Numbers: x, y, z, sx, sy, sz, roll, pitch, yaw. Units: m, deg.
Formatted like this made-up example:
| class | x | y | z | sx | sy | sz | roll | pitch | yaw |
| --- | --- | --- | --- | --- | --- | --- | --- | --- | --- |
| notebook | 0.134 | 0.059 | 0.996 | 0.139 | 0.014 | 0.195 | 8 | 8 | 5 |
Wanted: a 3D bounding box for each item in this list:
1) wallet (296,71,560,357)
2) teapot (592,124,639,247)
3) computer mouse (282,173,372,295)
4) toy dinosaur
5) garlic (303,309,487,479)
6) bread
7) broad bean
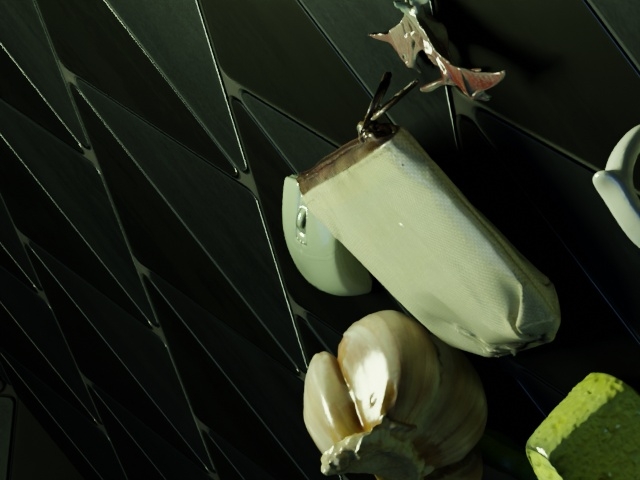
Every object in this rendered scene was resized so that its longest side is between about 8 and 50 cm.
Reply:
| class | x | y | z | sx | sy | sz | roll | pitch | yaw |
| --- | --- | --- | --- | --- | --- | --- | --- | --- | --- |
| wallet | 0.098 | -0.003 | 1.709 | 0.275 | 0.068 | 0.335 | 49 | 164 | -2 |
| teapot | 0.302 | 0.045 | 1.287 | 0.298 | 0.139 | 0.204 | 58 | 154 | 7 |
| computer mouse | 0.000 | 0.000 | 1.929 | 0.089 | 0.056 | 0.182 | 28 | 150 | 33 |
| toy dinosaur | 0.090 | -0.158 | 1.531 | 0.108 | 0.032 | 0.220 | 57 | 168 | -29 |
| garlic | 0.093 | 0.170 | 1.894 | 0.214 | 0.160 | 0.191 | 30 | -148 | -27 |
| bread | 0.251 | 0.191 | 1.685 | 0.129 | 0.114 | 0.111 | 53 | 165 | -1 |
| broad bean | 0.223 | 0.227 | 1.892 | 0.069 | 0.039 | 0.227 | 52 | 158 | -24 |
